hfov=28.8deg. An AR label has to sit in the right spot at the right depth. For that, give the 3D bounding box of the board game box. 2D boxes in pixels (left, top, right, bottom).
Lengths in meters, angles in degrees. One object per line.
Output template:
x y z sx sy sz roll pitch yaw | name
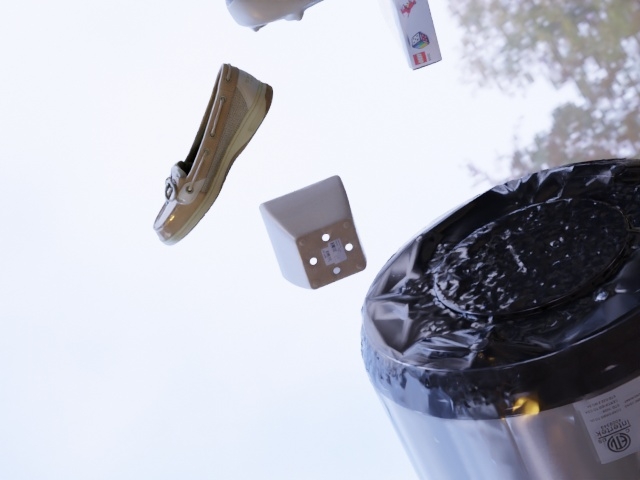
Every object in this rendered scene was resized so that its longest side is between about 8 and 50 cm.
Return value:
0.092 -0.413 1.735 0.193 0.053 0.305 -107 -2 -53 | board game box

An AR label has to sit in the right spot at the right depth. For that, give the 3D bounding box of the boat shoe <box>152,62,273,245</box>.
-0.094 -0.066 0.978 0.048 0.153 0.056 28 -161 -21 | boat shoe

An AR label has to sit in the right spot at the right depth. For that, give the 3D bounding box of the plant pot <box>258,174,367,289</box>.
0.000 0.000 1.508 0.109 0.096 0.109 -21 -65 -7 | plant pot

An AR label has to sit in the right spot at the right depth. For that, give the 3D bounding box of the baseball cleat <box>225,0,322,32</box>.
0.014 -0.239 0.952 0.206 0.072 0.109 -31 -56 -16 | baseball cleat

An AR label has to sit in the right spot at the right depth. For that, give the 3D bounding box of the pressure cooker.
0.262 0.181 1.199 0.420 0.370 0.375 63 -143 -24 | pressure cooker
